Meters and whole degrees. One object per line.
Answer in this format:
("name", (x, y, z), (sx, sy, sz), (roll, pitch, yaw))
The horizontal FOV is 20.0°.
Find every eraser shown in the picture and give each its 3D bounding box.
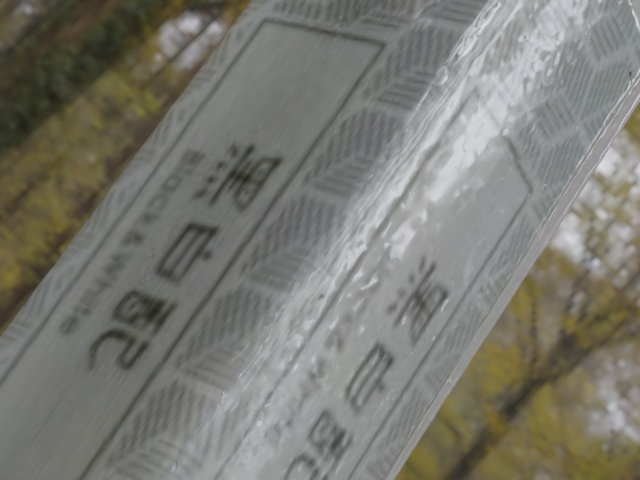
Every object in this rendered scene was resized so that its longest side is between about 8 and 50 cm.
("eraser", (0.000, 0.000, 0.577), (0.098, 0.404, 0.096), (18, -25, 39))
